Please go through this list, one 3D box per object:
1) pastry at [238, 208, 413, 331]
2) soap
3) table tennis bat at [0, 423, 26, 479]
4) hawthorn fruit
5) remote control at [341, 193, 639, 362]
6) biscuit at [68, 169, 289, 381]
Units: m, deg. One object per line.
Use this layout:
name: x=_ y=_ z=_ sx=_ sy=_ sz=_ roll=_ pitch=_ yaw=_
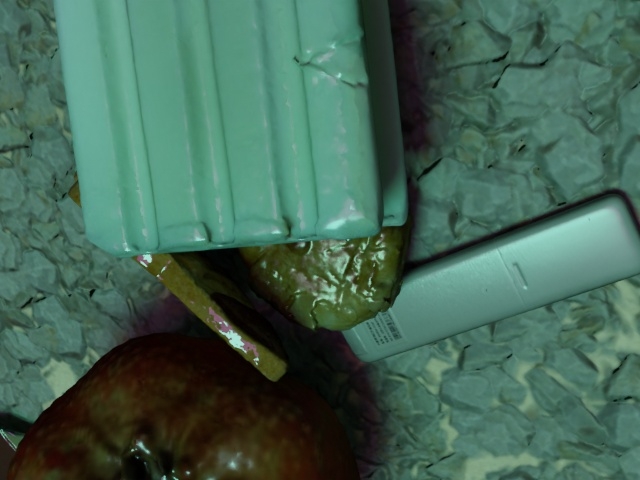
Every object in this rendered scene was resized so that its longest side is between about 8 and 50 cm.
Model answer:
pastry: x=0.003 y=0.001 z=0.656 sx=0.153 sy=0.081 sz=0.153 roll=6 pitch=109 yaw=17
soap: x=-0.066 y=-0.168 z=0.540 sx=0.208 sy=0.115 sz=0.347 roll=-5 pitch=96 yaw=18
table tennis bat: x=-0.350 y=0.257 z=0.931 sx=0.220 sy=0.019 sz=0.130 roll=-40 pitch=93 yaw=18
hawthorn fruit: x=-0.107 y=0.229 z=0.725 sx=0.287 sy=0.330 sz=0.287 roll=-2 pitch=71 yaw=5
remote control: x=0.129 y=0.036 z=0.663 sx=0.260 sy=0.029 sz=0.067 roll=-23 pitch=102 yaw=27
biscuit: x=-0.118 y=0.015 z=0.669 sx=0.280 sy=0.183 sz=0.043 roll=37 pitch=89 yaw=32
